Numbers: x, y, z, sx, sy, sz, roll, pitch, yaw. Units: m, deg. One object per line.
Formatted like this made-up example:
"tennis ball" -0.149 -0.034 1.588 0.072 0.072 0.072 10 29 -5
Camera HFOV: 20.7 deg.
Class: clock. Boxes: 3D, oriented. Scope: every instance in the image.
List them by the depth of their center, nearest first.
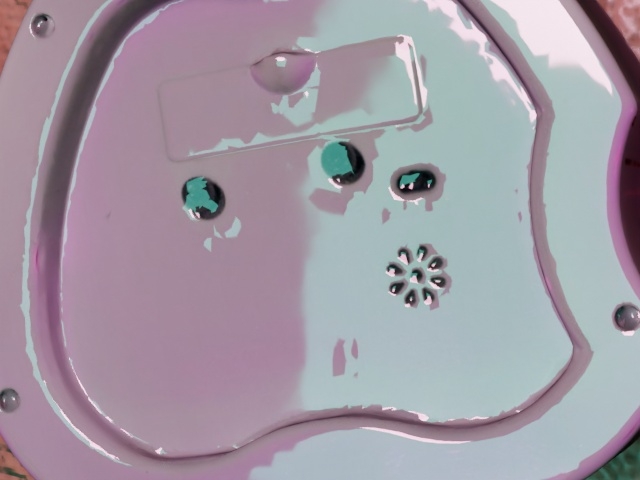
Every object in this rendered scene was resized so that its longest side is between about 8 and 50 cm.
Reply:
"clock" 0.000 0.000 0.800 0.339 0.102 0.338 1 92 16
